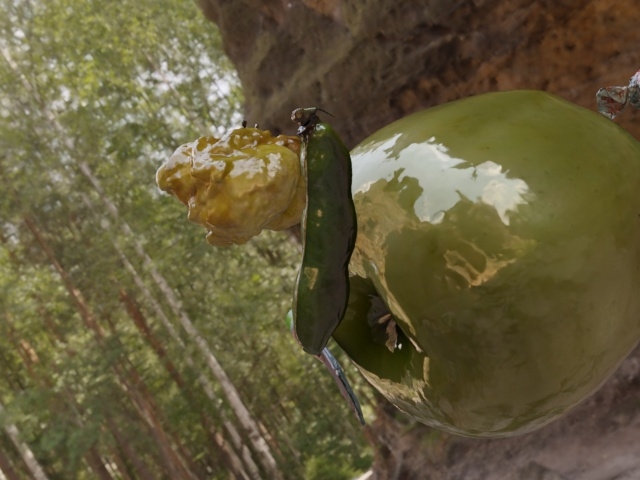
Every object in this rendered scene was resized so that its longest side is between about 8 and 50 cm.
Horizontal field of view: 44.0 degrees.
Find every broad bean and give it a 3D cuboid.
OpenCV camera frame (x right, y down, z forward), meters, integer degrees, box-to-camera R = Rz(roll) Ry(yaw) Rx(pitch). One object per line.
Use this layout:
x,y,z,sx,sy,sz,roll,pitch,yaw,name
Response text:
0.003,-0.002,0.716,0.065,0.046,0.254,-20,-56,-35,broad bean

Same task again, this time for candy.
0.608,-0.285,1.335,0.292,0.086,0.059,-28,10,11,candy

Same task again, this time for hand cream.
0.003,0.154,1.081,0.050,0.079,0.275,-52,21,3,hand cream

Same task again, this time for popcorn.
-0.129,-0.096,1.291,0.254,0.191,0.190,-24,-4,-7,popcorn

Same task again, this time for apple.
0.218,0.022,1.047,0.474,0.473,0.473,-35,-10,-7,apple
